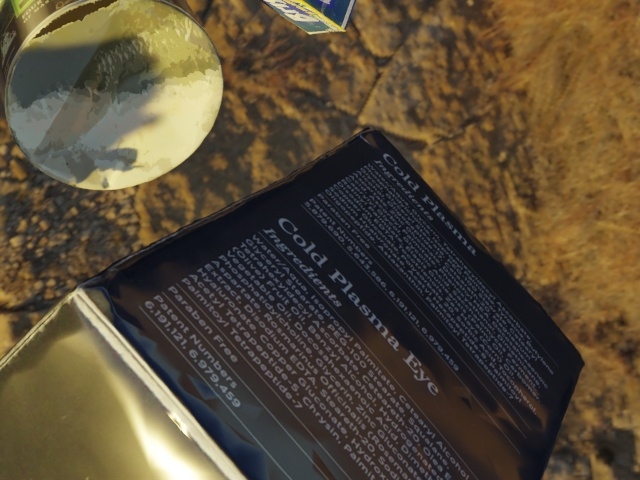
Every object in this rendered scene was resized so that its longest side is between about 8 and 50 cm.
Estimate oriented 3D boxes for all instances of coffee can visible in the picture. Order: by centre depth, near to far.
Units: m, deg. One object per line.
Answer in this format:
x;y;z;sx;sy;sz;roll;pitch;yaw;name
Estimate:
-0.229;-0.207;1.150;0.201;0.201;0.275;8;32;-31;coffee can

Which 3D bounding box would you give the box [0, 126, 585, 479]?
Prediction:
-0.077;0.142;0.549;0.179;0.343;0.312;48;25;1;box

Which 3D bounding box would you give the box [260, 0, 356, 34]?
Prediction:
-0.041;-0.254;1.077;0.169;0.054;0.059;27;77;-38;box
